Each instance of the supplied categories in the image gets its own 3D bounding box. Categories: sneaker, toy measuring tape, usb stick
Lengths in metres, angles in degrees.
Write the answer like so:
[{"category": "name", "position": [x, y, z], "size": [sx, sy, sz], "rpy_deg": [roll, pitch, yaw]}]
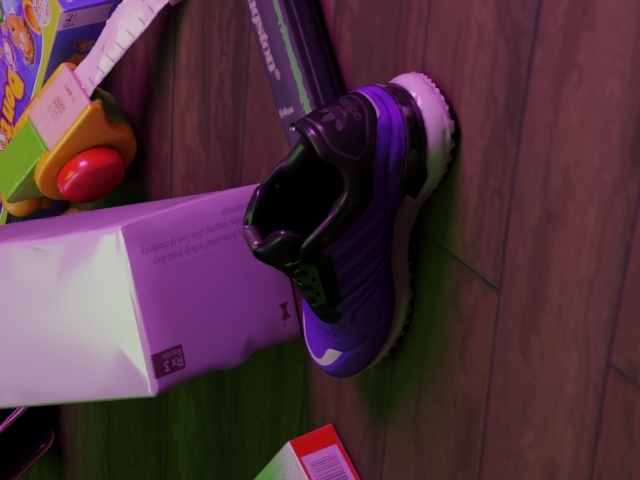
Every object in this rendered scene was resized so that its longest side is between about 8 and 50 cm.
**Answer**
[{"category": "sneaker", "position": [0.000, -0.001, 1.493], "size": [0.102, 0.146, 0.293], "rpy_deg": [48, 141, 36]}, {"category": "toy measuring tape", "position": [-0.203, -0.136, 1.828], "size": [0.330, 0.121, 0.121], "rpy_deg": [-47, 62, 29]}, {"category": "usb stick", "position": [-0.036, -0.197, 1.553], "size": [0.077, 0.045, 0.278], "rpy_deg": [-17, 90, 58]}]

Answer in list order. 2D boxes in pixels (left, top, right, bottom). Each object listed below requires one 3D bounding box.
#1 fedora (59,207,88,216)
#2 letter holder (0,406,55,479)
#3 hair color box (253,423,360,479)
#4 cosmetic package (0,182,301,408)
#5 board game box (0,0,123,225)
[{"category": "fedora", "position": [-0.196, 0.047, 1.898], "size": [0.194, 0.079, 0.194], "rpy_deg": [29, 130, 41]}, {"category": "letter holder", "position": [-0.431, 0.141, 2.282], "size": [0.302, 0.214, 0.152], "rpy_deg": [33, 163, 46]}, {"category": "hair color box", "position": [-0.018, 0.247, 1.735], "size": [0.093, 0.053, 0.167], "rpy_deg": [62, 146, 16]}, {"category": "cosmetic package", "position": [-0.236, 0.058, 1.723], "size": [0.385, 0.217, 0.156], "rpy_deg": [-10, 96, 35]}, {"category": "board game box", "position": [-0.317, -0.211, 1.968], "size": [0.233, 0.078, 0.347], "rpy_deg": [57, 146, 25]}]
